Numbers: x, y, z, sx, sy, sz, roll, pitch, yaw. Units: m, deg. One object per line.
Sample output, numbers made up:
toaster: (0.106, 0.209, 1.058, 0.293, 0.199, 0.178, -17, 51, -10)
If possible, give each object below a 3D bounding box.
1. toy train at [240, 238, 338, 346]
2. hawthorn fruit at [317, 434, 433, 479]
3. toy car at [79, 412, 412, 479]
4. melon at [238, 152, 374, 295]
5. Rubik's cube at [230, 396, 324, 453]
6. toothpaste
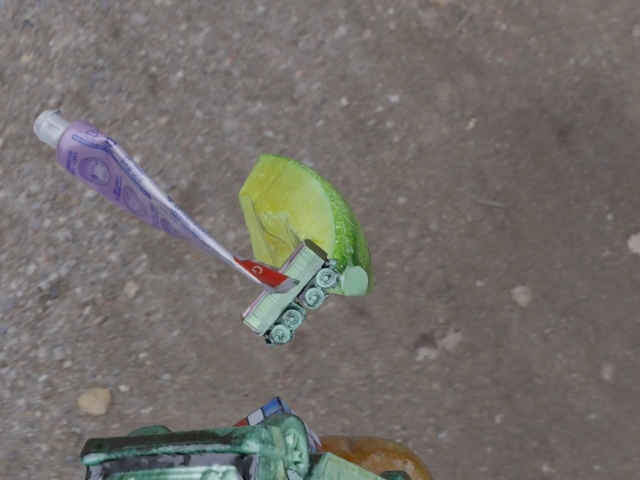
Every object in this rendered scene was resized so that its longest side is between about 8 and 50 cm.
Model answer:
toy train: (-0.034, 0.068, 1.541, 0.071, 0.148, 0.038, 42, 20, 6)
hawthorn fruit: (0.007, 0.398, 1.676, 0.301, 0.268, 0.267, 4, 78, -11)
toy car: (-0.021, 0.191, 0.842, 0.321, 0.141, 0.097, 40, 48, -57)
melon: (0.000, 0.000, 1.725, 0.124, 0.323, 0.196, -31, 119, -16)
Rubik's cube: (-0.051, 0.253, 1.405, 0.092, 0.092, 0.092, -35, 126, 7)
toothpaste: (-0.151, -0.035, 1.156, 0.301, 0.075, 0.048, 34, 76, 16)
